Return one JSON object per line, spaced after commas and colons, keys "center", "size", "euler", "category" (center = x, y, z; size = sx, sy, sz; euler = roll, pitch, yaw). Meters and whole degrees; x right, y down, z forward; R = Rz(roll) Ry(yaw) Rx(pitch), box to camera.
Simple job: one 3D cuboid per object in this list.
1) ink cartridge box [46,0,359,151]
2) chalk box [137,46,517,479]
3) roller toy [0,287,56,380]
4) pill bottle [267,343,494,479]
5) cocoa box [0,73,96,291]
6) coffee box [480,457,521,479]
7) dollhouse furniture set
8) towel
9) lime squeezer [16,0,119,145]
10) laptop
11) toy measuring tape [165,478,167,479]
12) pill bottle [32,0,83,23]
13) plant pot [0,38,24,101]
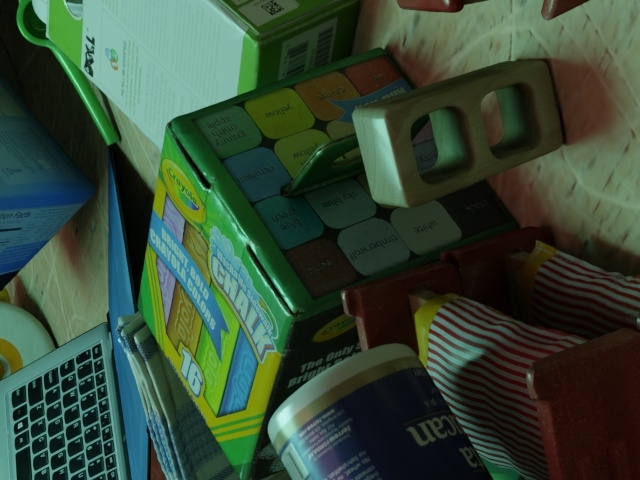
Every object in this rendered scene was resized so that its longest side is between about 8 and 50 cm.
{"center": [-0.100, -0.169, 1.241], "size": [0.255, 0.097, 0.189], "euler": [44, 145, 26], "category": "ink cartridge box"}
{"center": [0.000, 0.000, 1.122], "size": [0.179, 0.180, 0.289], "euler": [55, 150, 27], "category": "chalk box"}
{"center": [-0.436, 0.175, 2.101], "size": [0.191, 0.209, 0.146], "euler": [40, 156, -8], "category": "roller toy"}
{"center": [0.051, 0.148, 0.868], "size": [0.169, 0.094, 0.094], "euler": [59, 153, 19], "category": "pill bottle"}
{"center": [-0.458, -0.102, 1.722], "size": [0.228, 0.231, 0.347], "euler": [-44, 80, 16], "category": "cocoa box"}
{"center": [0.085, 0.145, 1.131], "size": [0.113, 0.040, 0.184], "euler": [31, 136, 4], "category": "coffee box"}
{"center": [0.106, -0.041, 0.908], "size": [0.201, 0.152, 0.374], "euler": [17, 123, 59], "category": "dollhouse furniture set"}
{"center": [-0.057, 0.162, 1.331], "size": [0.034, 0.209, 0.285], "euler": [-8, 104, 38], "category": "towel"}
{"center": [-0.297, -0.231, 1.680], "size": [0.310, 0.058, 0.110], "euler": [53, 150, 29], "category": "lime squeezer"}
{"center": [-0.298, 0.182, 1.656], "size": [0.236, 0.408, 0.382], "euler": [50, -164, -41], "category": "laptop"}
{"center": [-0.093, 0.338, 1.629], "size": [0.121, 0.121, 0.330], "euler": [-5, 104, 64], "category": "toy measuring tape"}
{"center": [-0.188, -0.294, 1.313], "size": [0.146, 0.146, 0.264], "euler": [52, 150, 32], "category": "pill bottle"}
{"center": [-0.490, -0.147, 1.968], "size": [0.284, 0.191, 0.284], "euler": [42, 143, 44], "category": "plant pot"}
